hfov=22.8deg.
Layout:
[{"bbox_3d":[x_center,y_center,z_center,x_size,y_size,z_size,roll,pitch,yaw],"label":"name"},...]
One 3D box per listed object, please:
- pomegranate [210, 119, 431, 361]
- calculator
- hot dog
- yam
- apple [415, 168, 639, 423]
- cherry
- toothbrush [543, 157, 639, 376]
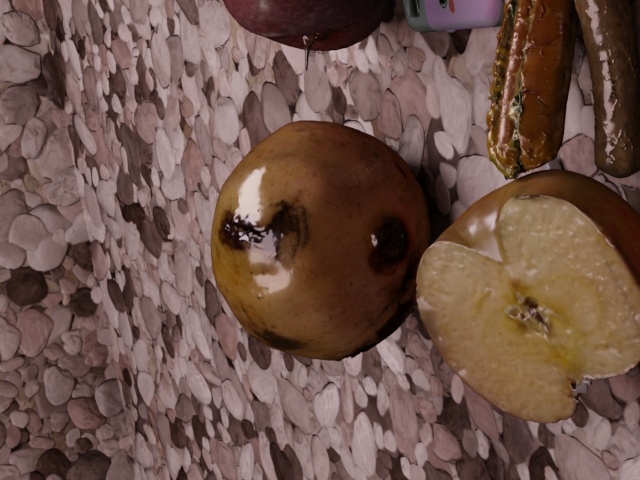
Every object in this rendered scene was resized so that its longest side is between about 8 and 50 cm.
[{"bbox_3d":[0.000,0.000,2.114,0.322,0.322,0.322,37,134,52],"label":"pomegranate"},{"bbox_3d":[0.162,-0.326,1.935,0.246,0.045,0.141,11,112,62],"label":"calculator"},{"bbox_3d":[0.234,-0.193,1.728,0.115,0.072,0.269,-19,56,55],"label":"hot dog"},{"bbox_3d":[0.305,-0.215,1.688,0.066,0.066,0.300,8,109,62],"label":"yam"},{"bbox_3d":[0.268,0.044,1.755,0.293,0.163,0.251,-32,94,47],"label":"apple"},{"bbox_3d":[-0.014,-0.372,2.029,0.221,0.261,0.307,11,93,29],"label":"cherry"},{"bbox_3d":[0.312,0.029,1.840,0.025,0.019,0.276,130,123,-69],"label":"toothbrush"}]
